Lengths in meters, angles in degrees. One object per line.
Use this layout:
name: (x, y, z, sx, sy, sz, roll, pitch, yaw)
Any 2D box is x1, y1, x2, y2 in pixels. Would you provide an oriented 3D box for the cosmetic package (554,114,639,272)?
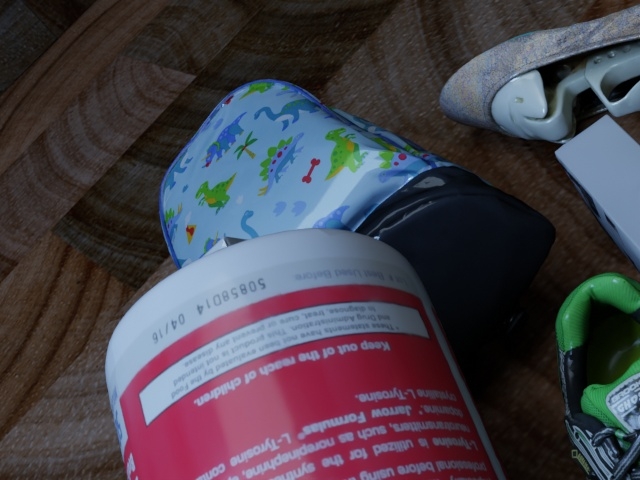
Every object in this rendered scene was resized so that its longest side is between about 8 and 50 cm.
cosmetic package: (0.269, 0.002, 0.821, 0.060, 0.099, 0.239, -37, 33, 10)

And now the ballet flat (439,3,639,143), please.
ballet flat: (0.253, -0.154, 1.017, 0.316, 0.107, 0.106, -20, 46, 31)

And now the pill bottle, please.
pill bottle: (0.021, 0.213, 0.635, 0.229, 0.229, 0.407, -31, 56, 15)

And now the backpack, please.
backpack: (0.000, 0.000, 0.985, 0.290, 0.273, 0.355, -54, 19, 11)

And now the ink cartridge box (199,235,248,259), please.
ink cartridge box: (-0.072, 0.062, 0.804, 0.135, 0.099, 0.056, -42, 61, 28)

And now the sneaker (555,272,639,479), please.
sneaker: (0.214, 0.159, 0.651, 0.134, 0.146, 0.343, -32, 35, 14)
